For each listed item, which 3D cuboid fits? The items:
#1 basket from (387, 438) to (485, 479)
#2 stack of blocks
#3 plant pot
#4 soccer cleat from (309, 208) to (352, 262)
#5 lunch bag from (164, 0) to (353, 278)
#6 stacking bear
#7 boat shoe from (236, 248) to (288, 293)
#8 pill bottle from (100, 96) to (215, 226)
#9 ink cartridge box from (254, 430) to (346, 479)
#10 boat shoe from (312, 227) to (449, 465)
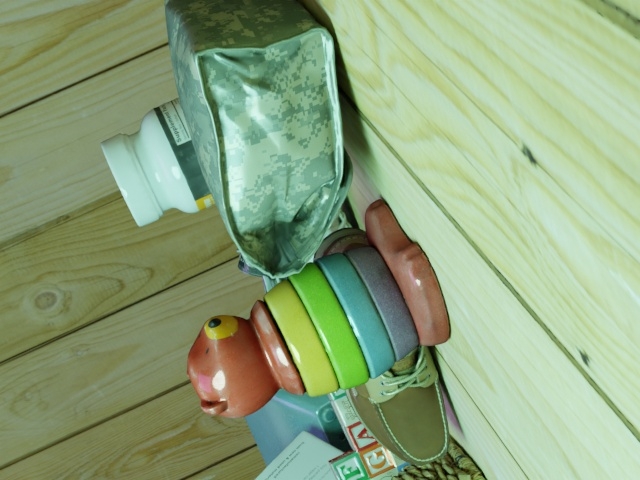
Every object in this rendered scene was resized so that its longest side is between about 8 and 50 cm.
[{"bbox_3d":[0.217,0.438,1.718,0.213,0.223,0.299,-11,106,51],"label":"basket"},{"bbox_3d":[0.099,0.320,1.907,0.087,0.171,0.297,128,118,-83],"label":"stack of blocks"},{"bbox_3d":[0.016,0.310,2.352,0.252,0.248,0.247,19,135,60],"label":"plant pot"},{"bbox_3d":[0.007,-0.019,1.756,0.143,0.116,0.331,41,164,25],"label":"soccer cleat"},{"bbox_3d":[-0.067,-0.126,1.429,0.235,0.169,0.287,-120,20,-61],"label":"lunch bag"},{"bbox_3d":[-0.015,0.104,1.434,0.175,0.289,0.164,-123,10,-55],"label":"stacking bear"},{"bbox_3d":[-0.080,0.024,2.082,0.121,0.119,0.335,-125,11,-64],"label":"boat shoe"},{"bbox_3d":[-0.154,-0.134,1.774,0.162,0.279,0.162,155,90,-85],"label":"pill bottle"},{"bbox_3d":[0.096,0.531,2.111,0.395,0.166,0.285,23,146,40],"label":"ink cartridge box"},{"bbox_3d":[0.081,0.143,1.600,0.324,0.123,0.120,66,171,-12],"label":"boat shoe"}]
